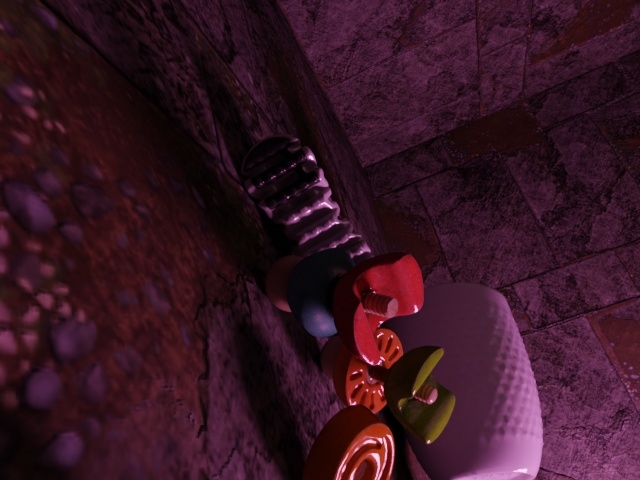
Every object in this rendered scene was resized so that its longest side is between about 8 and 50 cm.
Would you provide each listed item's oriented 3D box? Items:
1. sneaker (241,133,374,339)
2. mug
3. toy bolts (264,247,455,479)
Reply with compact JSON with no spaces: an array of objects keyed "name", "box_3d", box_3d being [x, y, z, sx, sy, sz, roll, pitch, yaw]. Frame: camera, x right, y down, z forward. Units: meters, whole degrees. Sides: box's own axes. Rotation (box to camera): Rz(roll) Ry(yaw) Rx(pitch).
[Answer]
[{"name":"sneaker","box_3d":[0.000,0.000,0.587,0.118,0.110,0.292,-94,160,-82]},{"name":"mug","box_3d":[0.272,0.325,0.898,0.374,0.276,0.328,101,-11,-49]},{"name":"toy bolts","box_3d":[0.009,0.122,0.447,0.218,0.158,0.229,-35,120,-36]}]
